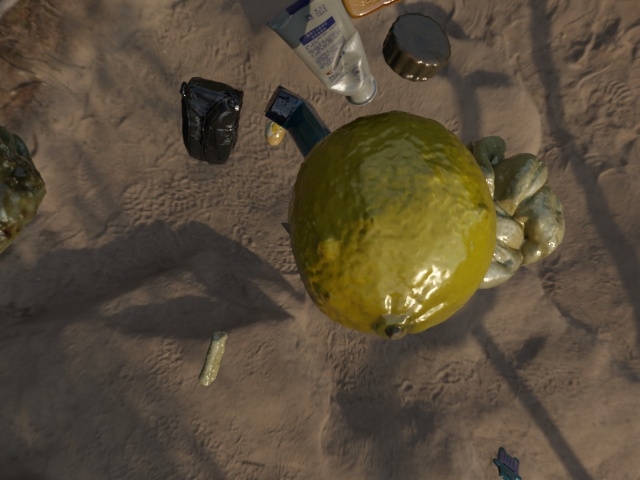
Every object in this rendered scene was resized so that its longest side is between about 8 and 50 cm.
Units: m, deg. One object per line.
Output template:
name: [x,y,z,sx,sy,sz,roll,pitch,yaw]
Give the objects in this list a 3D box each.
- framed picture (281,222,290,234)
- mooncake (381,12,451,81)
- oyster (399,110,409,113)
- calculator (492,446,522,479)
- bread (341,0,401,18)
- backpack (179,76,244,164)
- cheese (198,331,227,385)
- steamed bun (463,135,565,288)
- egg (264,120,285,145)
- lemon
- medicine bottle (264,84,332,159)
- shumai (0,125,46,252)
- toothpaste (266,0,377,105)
framed picture: [0.000,0.000,1.713,0.197,0.252,0.014,-4,121,-26]
mooncake: [0.325,-0.653,1.740,0.228,0.124,0.228,8,66,-18]
oyster: [0.127,-0.212,1.099,0.177,0.056,0.105,-35,56,13]
calculator: [0.547,0.662,1.485,0.094,0.141,0.019,36,113,13]
bread: [0.122,-0.522,0.994,0.200,0.077,0.116,-23,122,-5]
backpack: [-0.213,-0.235,0.998,0.119,0.165,0.106,22,45,1]
cheese: [-0.336,0.371,1.596,0.043,0.065,0.194,29,113,22]
steamed bun: [0.349,-0.075,1.084,0.372,0.230,0.325,-20,46,-19]
egg: [-0.160,-0.372,1.764,0.071,0.071,0.083,14,100,4]
lemon: [0.065,-0.015,0.479,0.192,0.192,0.231,-4,57,3]
medicine bottle: [-0.030,-0.240,1.118,0.079,0.124,0.258,-52,43,22]
shumai: [-0.452,-0.096,0.554,0.222,0.204,0.272,-22,57,-15]
toothpaste: [0.020,-0.272,0.730,0.096,0.266,0.061,-31,72,15]
